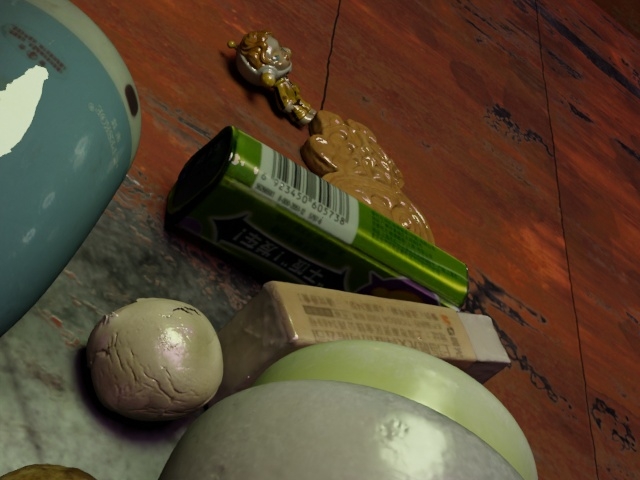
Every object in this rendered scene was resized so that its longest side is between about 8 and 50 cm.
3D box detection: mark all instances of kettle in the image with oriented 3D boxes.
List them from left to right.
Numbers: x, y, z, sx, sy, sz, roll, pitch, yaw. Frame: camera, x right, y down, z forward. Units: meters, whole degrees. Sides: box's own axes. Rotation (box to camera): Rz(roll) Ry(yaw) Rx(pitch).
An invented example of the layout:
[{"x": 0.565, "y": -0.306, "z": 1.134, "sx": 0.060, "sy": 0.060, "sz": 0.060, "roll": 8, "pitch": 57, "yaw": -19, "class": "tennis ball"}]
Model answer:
[{"x": -0.317, "y": -0.051, "z": 0.868, "sx": 0.342, "sy": 0.247, "sz": 0.319, "roll": -70, "pitch": 155, "yaw": -47, "class": "kettle"}]

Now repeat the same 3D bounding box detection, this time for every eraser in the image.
[{"x": 0.043, "y": 0.127, "z": 1.217, "sx": 0.343, "sy": 0.144, "sz": 0.078, "roll": 11, "pitch": 45, "yaw": -44, "class": "eraser"}]

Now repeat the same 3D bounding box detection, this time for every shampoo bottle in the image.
[{"x": 0.015, "y": 0.261, "z": 0.880, "sx": 0.322, "sy": 0.322, "sz": 0.317, "roll": 40, "pitch": 43, "yaw": -11, "class": "shampoo bottle"}]

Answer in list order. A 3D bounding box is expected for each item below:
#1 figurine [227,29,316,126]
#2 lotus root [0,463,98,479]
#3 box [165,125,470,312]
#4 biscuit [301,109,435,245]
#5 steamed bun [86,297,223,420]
[{"x": -0.059, "y": -0.221, "z": 1.549, "sx": 0.143, "sy": 0.068, "sz": 0.101, "roll": 37, "pitch": 36, "yaw": -37, "class": "figurine"}, {"x": -0.207, "y": 0.232, "z": 0.843, "sx": 0.138, "sy": 0.138, "sz": 0.214, "roll": 38, "pitch": 23, "yaw": -14, "class": "lotus root"}, {"x": 0.000, "y": 0.000, "z": 1.312, "sx": 0.345, "sy": 0.134, "sz": 0.097, "roll": 29, "pitch": 41, "yaw": -25, "class": "box"}, {"x": 0.065, "y": -0.059, "z": 1.535, "sx": 0.202, "sy": 0.044, "sz": 0.289, "roll": 18, "pitch": 45, "yaw": -37, "class": "biscuit"}, {"x": -0.145, "y": 0.110, "z": 1.067, "sx": 0.130, "sy": 0.091, "sz": 0.112, "roll": 10, "pitch": 49, "yaw": -44, "class": "steamed bun"}]
